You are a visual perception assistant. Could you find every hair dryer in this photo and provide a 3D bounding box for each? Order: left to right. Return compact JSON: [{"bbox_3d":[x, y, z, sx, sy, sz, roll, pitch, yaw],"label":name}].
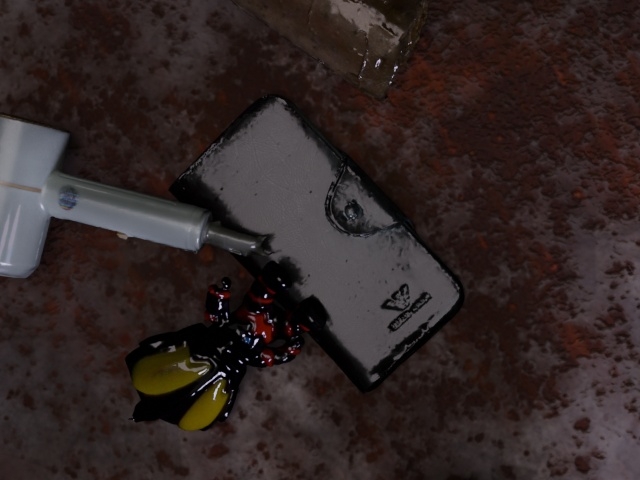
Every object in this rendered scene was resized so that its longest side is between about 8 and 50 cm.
[{"bbox_3d":[-0.223,-0.021,1.503,0.357,0.107,0.173,14,94,10],"label":"hair dryer"}]

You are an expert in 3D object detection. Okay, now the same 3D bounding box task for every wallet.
[{"bbox_3d":[0.000,0.000,1.515,0.172,0.045,0.318,-43,87,7],"label":"wallet"}]

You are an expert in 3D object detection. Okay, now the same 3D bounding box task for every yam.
[{"bbox_3d":[0.003,-0.260,1.471,0.238,0.129,0.128,35,95,6],"label":"yam"}]

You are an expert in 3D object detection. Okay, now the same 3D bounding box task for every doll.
[{"bbox_3d":[-0.115,0.125,1.500,0.249,0.088,0.127,-33,83,18],"label":"doll"}]
